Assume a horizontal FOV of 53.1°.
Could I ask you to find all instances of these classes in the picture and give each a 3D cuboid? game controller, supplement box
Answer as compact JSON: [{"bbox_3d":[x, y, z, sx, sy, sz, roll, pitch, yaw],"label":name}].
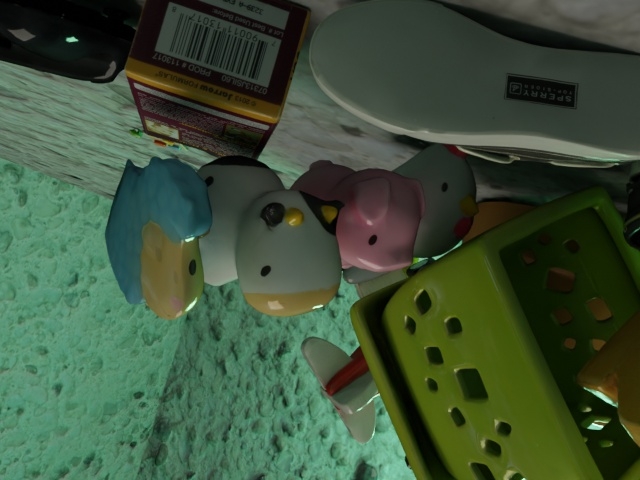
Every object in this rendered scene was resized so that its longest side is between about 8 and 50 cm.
[{"bbox_3d":[-0.302,-0.191,0.492,0.319,0.067,0.166,15,-179,8],"label":"game controller"},{"bbox_3d":[-0.081,-0.123,0.496,0.104,0.080,0.188,17,174,-10],"label":"supplement box"}]

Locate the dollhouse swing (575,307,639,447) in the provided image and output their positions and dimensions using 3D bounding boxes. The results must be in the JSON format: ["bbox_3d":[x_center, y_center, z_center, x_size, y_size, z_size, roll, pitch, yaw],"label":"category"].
[{"bbox_3d":[0.420,0.130,0.357,0.305,0.315,0.347,53,165,-10],"label":"dollhouse swing"}]

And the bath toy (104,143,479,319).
[{"bbox_3d":[0.016,-0.024,0.517,0.348,0.129,0.151,-9,-127,-42],"label":"bath toy"}]

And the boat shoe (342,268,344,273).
[{"bbox_3d":[0.000,0.004,1.258,0.340,0.127,0.113,19,173,-42],"label":"boat shoe"}]

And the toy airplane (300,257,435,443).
[{"bbox_3d":[0.169,0.154,1.021,0.386,0.384,0.272,20,159,-29],"label":"toy airplane"}]

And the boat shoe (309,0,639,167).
[{"bbox_3d":[0.100,-0.083,0.388,0.219,0.077,0.070,14,173,3],"label":"boat shoe"}]

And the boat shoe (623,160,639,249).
[{"bbox_3d":[0.289,-0.028,0.417,0.081,0.068,0.228,17,174,-11],"label":"boat shoe"}]

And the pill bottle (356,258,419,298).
[{"bbox_3d":[0.129,0.073,1.249,0.103,0.184,0.103,16,174,2],"label":"pill bottle"}]

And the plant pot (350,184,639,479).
[{"bbox_3d":[0.174,0.104,0.594,0.228,0.227,0.207,-18,173,-43],"label":"plant pot"}]

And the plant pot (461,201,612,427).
[{"bbox_3d":[0.294,0.098,0.803,0.291,0.203,0.291,22,176,2],"label":"plant pot"}]

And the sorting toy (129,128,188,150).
[{"bbox_3d":[-0.254,-0.156,0.998,0.083,0.012,0.062,15,174,11],"label":"sorting toy"}]
